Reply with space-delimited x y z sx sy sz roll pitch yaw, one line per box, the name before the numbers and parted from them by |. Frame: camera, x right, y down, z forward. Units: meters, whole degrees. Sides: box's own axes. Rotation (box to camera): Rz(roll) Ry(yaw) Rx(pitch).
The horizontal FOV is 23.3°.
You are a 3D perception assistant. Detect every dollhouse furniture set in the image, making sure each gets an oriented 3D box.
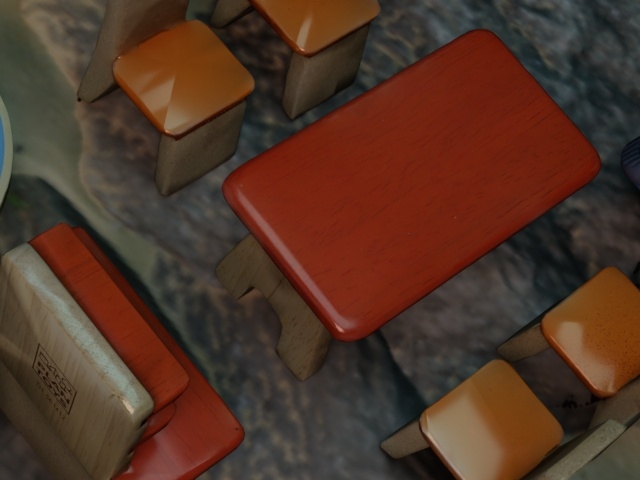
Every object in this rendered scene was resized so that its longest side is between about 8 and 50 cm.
dollhouse furniture set | 0.000 0.000 0.591 0.259 0.135 0.262 -34 77 -29

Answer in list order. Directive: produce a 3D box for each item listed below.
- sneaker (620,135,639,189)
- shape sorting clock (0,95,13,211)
sneaker | 0.171 -0.028 0.677 0.144 0.053 0.059 -15 83 -66
shape sorting clock | -0.218 -0.041 0.572 0.206 0.040 0.206 9 39 -8
